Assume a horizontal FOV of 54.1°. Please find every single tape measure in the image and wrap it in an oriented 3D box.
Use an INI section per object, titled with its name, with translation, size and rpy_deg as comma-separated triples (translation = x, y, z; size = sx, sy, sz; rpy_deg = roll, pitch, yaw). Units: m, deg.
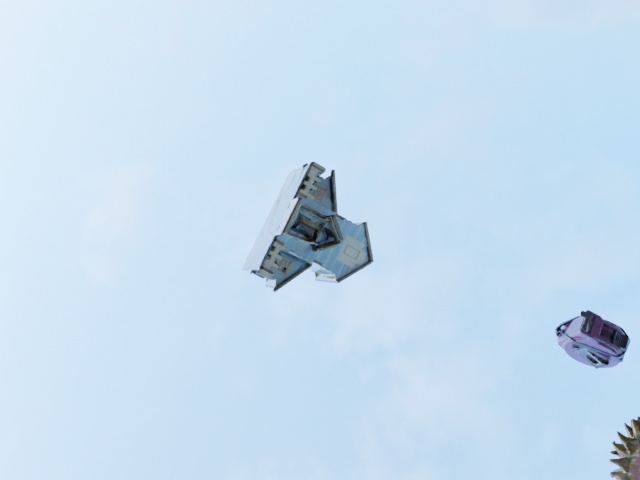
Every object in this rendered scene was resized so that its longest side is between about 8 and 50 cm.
[tape measure]
translation = 0.526, 0.195, 1.219
size = 0.125, 0.118, 0.074
rpy_deg = 29, -115, 5

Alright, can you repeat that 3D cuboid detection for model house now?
[model house]
translation = 0.000, 0.000, 1.249
size = 0.206, 0.178, 0.271
rpy_deg = 30, -104, -19

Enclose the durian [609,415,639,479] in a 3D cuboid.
[durian]
translation = 0.553, 0.382, 0.932
size = 0.341, 0.191, 0.112
rpy_deg = 33, -164, -6
